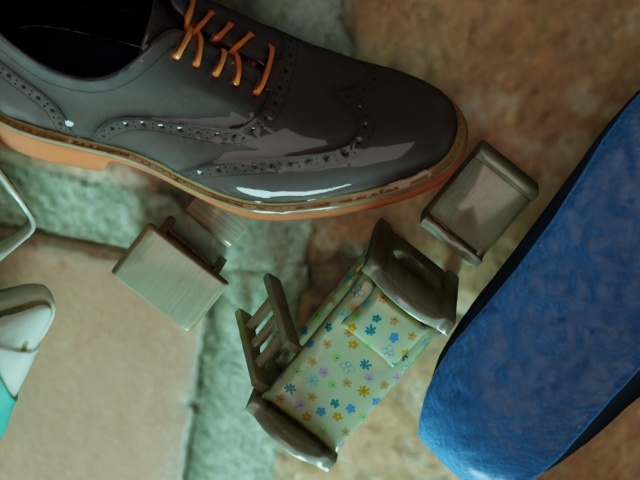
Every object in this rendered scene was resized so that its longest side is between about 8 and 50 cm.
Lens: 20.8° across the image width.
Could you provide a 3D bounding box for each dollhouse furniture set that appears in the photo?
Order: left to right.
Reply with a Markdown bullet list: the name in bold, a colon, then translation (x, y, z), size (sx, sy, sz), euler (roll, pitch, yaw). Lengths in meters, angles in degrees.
- **dollhouse furniture set**: translation (0.000, 0.000, 0.949), size (0.161, 0.101, 0.182), euler (37, 105, -5)

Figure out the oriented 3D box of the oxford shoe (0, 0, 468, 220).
- **oxford shoe**: translation (-0.056, -0.079, 0.919), size (0.271, 0.098, 0.097), euler (7, 61, 4)

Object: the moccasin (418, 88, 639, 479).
- **moccasin**: translation (0.177, -0.014, 0.925), size (0.342, 0.117, 0.138), euler (-42, 86, 19)

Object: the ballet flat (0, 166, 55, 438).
- **ballet flat**: translation (-0.196, 0.022, 0.976), size (0.087, 0.083, 0.247), euler (-14, 115, -3)
